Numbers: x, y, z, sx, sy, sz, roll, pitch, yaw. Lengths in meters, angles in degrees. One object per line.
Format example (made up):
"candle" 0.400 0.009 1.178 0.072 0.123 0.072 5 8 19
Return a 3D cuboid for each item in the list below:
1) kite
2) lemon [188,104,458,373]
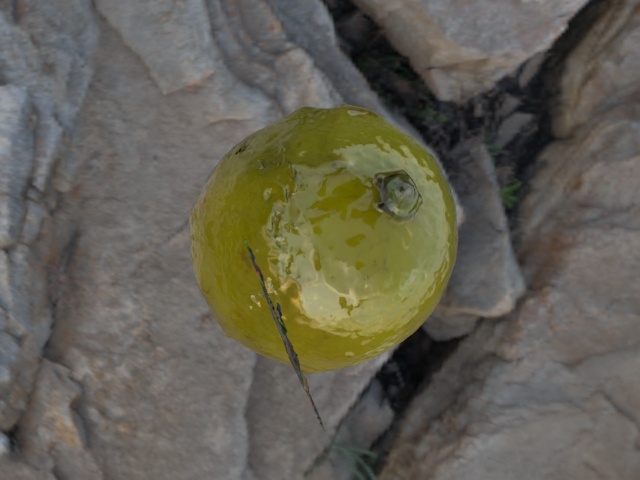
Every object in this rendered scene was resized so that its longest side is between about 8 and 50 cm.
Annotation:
"kite" -0.019 0.059 0.652 0.004 0.090 0.122 -22 67 -6
"lemon" -0.001 0.001 1.076 0.260 0.284 0.261 -7 101 -40
